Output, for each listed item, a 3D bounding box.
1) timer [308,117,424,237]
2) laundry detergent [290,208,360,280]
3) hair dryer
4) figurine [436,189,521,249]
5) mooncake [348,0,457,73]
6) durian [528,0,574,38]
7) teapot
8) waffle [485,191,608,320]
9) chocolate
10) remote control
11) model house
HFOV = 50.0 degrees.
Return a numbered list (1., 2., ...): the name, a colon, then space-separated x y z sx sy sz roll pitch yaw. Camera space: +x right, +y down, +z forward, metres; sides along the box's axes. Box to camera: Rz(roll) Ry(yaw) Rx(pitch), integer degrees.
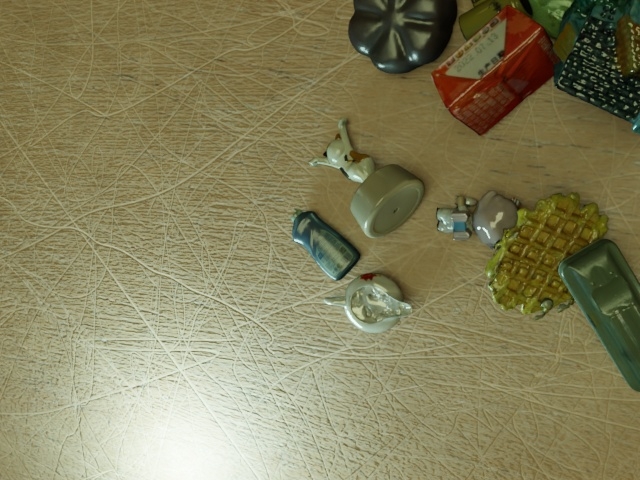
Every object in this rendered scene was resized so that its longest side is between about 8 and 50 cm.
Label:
1. timer: 0.095 -0.156 1.607 0.175 0.175 0.266 -50 62 19
2. laundry detergent: -0.001 0.000 1.691 0.206 0.061 0.097 45 112 10
3. hair dryer: 0.345 -0.561 1.475 0.135 0.090 0.279 -26 78 37
4. figurine: 0.366 -0.044 1.526 0.228 0.112 0.137 3 103 30
5. mooncake: 0.181 -0.497 1.529 0.244 0.133 0.245 6 105 24
6. durian: 0.572 -0.500 1.412 0.394 0.163 0.198 28 144 20
7. teapot: 0.119 0.149 1.648 0.226 0.092 0.145 0 94 22
8. waffle: 0.482 0.032 1.461 0.280 0.060 0.262 -19 109 4
9. chocolate: 0.365 -0.349 1.422 0.234 0.237 0.108 -40 66 21
10. remote control: 0.630 0.160 1.427 0.128 0.065 0.335 -33 98 12
11. model house: 0.558 -0.333 1.262 0.261 0.226 0.241 25 64 4
